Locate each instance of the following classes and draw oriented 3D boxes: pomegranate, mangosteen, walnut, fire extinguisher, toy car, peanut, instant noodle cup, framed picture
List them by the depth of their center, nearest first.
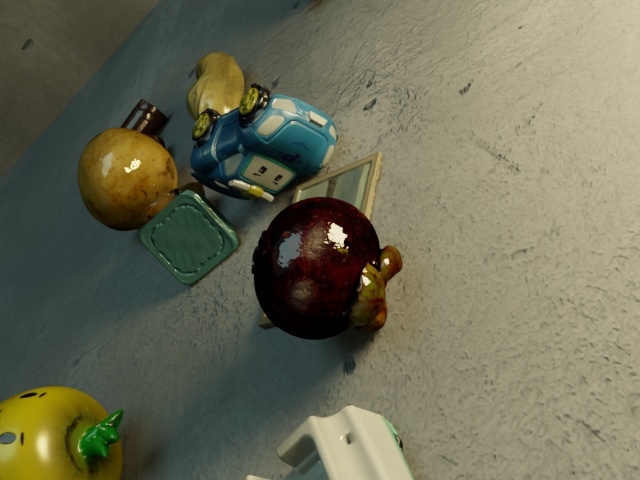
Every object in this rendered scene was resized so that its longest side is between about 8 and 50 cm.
[{"bbox_3d":[0.007,0.040,0.968,0.210,0.210,0.210,-33,38,31],"label":"mangosteen"},{"bbox_3d":[0.000,0.000,1.181,0.213,0.016,0.289,-18,47,44],"label":"framed picture"},{"bbox_3d":[-0.111,-0.161,1.318,0.314,0.198,0.166,-12,62,47],"label":"toy car"},{"bbox_3d":[-0.259,-0.014,1.431,0.179,0.157,0.070,-36,14,28],"label":"instant noodle cup"},{"bbox_3d":[-0.316,-0.051,1.561,0.167,0.087,0.211,-35,2,-20],"label":"walnut"},{"bbox_3d":[-0.259,-0.363,1.739,0.147,0.147,0.319,-40,38,24],"label":"peanut"},{"bbox_3d":[-0.478,-0.153,1.746,0.260,0.260,0.260,-33,38,31],"label":"pomegranate"},{"bbox_3d":[-0.588,-0.255,2.107,0.341,0.105,0.141,-57,30,-7],"label":"fire extinguisher"}]

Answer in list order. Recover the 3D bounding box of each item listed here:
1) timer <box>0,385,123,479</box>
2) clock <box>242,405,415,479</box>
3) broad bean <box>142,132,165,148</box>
[{"bbox_3d":[-0.441,0.369,1.221,0.285,0.285,0.285,-33,38,31],"label":"timer"},{"bbox_3d":[-0.006,0.345,0.789,0.262,0.116,0.231,-47,34,16],"label":"clock"},{"bbox_3d":[-0.468,-0.219,1.937,0.165,0.084,0.114,-103,27,-45],"label":"broad bean"}]
